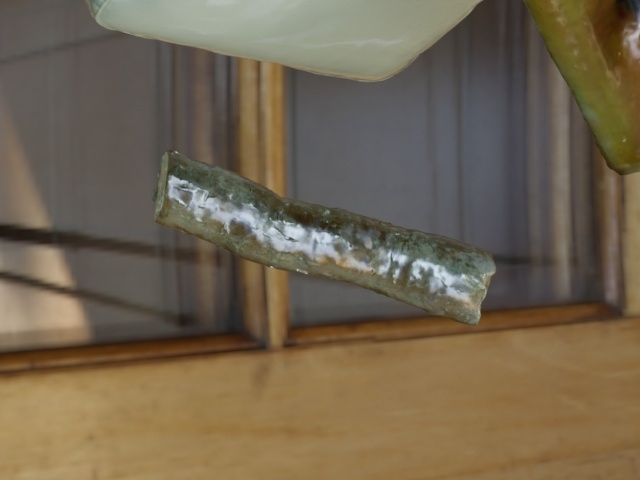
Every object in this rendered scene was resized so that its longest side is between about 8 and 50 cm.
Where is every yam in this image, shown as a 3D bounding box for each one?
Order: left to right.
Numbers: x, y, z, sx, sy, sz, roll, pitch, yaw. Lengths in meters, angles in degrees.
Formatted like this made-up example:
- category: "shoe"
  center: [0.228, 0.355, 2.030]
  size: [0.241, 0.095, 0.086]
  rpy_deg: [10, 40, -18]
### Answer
- category: "yam"
  center: [0.000, 0.000, 1.163]
  size: [0.061, 0.253, 0.061]
  rpy_deg: [-162, 90, -84]

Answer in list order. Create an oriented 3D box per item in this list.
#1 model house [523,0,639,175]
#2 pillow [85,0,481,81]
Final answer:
- category: "model house"
  center: [0.199, -0.177, 0.677]
  size: [0.239, 0.173, 0.268]
  rpy_deg: [4, 137, 44]
- category: "pillow"
  center: [0.022, -0.212, 1.086]
  size: [0.255, 0.322, 0.119]
  rpy_deg: [-43, 63, 30]
